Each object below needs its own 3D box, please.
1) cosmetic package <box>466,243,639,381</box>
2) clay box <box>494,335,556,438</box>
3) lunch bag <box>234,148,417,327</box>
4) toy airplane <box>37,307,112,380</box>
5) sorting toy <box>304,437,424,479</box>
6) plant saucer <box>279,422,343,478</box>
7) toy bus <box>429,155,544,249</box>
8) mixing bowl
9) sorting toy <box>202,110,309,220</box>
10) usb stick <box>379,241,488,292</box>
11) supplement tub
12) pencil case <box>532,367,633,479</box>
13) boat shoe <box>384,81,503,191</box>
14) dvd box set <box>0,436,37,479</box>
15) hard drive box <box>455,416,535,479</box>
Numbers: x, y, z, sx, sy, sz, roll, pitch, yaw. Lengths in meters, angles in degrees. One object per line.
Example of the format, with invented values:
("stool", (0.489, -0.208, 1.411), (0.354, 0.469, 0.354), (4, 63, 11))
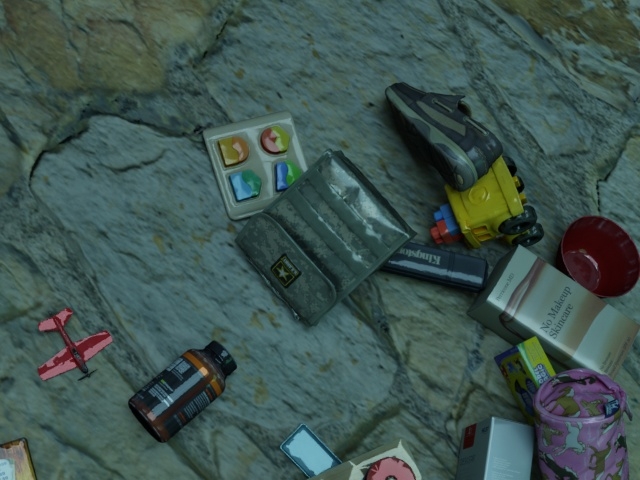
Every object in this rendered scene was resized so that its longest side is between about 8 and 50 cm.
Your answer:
("cosmetic package", (0.467, 0.158, 2.013), (0.296, 0.129, 0.153), (32, 71, 0))
("clay box", (0.430, 0.308, 1.959), (0.053, 0.127, 0.222), (-22, 77, -17))
("lunch bag", (0.000, 0.000, 1.931), (0.287, 0.169, 0.235), (-43, 85, 11))
("toy airplane", (-0.466, 0.190, 1.864), (0.151, 0.028, 0.151), (4, 71, -12))
("sorting toy", (0.086, 0.509, 1.755), (0.257, 0.089, 0.256), (-23, 73, -8))
("plant saucer", (0.010, 0.436, 1.890), (0.192, 0.018, 0.067), (46, 70, 4))
("toy bus", (0.329, -0.047, 2.039), (0.211, 0.220, 0.150), (-25, 64, 13))
("mixing bowl", (0.559, 0.050, 2.078), (0.181, 0.098, 0.182), (7, 65, -14))
("sorting toy", (-0.122, -0.158, 2.042), (0.193, 0.038, 0.208), (-16, 76, -16))
("usb stick", (0.202, 0.043, 2.022), (0.277, 0.045, 0.077), (13, 68, 2))
("supplement tub", (-0.248, 0.272, 1.842), (0.198, 0.106, 0.106), (-39, 84, -20))
("pencil case", (0.489, 0.431, 1.826), (0.160, 0.167, 0.386), (-43, 128, -51))
("boat shoe", (0.250, -0.226, 2.023), (0.130, 0.132, 0.355), (-29, 43, -6))
("dvd box set", (-0.595, 0.582, 1.693), (0.307, 0.062, 0.421), (-15, 76, -15))
("hard drive box", (0.315, 0.460, 1.858), (0.089, 0.181, 0.232), (14, 69, -6))
